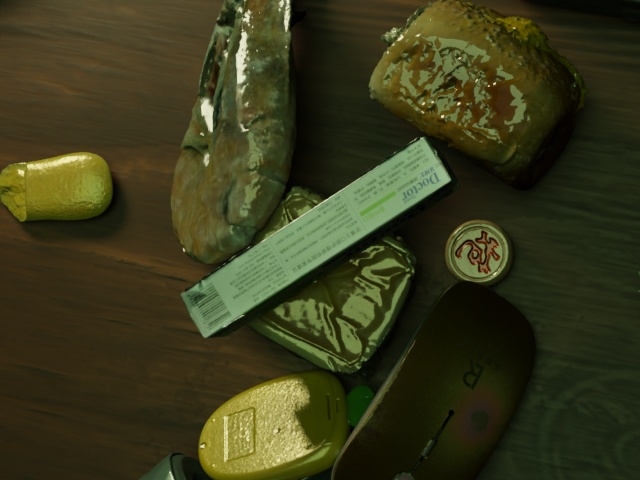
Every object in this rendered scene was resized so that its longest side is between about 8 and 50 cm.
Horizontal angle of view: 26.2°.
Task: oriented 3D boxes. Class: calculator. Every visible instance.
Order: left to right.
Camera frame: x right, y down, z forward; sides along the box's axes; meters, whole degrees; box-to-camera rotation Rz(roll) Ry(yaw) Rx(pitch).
[{"bbox_3d":[-0.040,0.225,1.662,0.235,0.032,0.146,-19,46,15],"label":"calculator"}]

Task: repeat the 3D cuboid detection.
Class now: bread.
[{"bbox_3d":[0.007,0.051,1.668,0.210,0.110,0.192,26,93,14],"label":"bread"},{"bbox_3d":[0.184,-0.190,1.613,0.246,0.195,0.176,34,96,14],"label":"bread"}]

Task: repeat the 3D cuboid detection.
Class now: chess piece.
[{"bbox_3d":[0.193,0.016,1.668,0.084,0.038,0.083,-1,83,10],"label":"chess piece"}]

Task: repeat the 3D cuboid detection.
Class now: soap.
[{"bbox_3d":[-0.350,-0.065,1.798,0.168,0.033,0.089,-9,79,12],"label":"soap"}]

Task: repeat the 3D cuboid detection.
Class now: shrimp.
[{"bbox_3d":[-0.100,-0.183,1.709,0.221,0.110,0.445,-10,66,53],"label":"shrimp"}]

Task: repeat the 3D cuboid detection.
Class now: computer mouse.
[{"bbox_3d":[0.136,0.197,1.603,0.158,0.072,0.310,35,83,-18],"label":"computer mouse"}]

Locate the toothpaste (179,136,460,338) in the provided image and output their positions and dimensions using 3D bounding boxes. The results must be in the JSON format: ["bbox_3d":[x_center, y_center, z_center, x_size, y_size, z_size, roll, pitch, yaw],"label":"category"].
[{"bbox_3d":[0.000,0.000,1.573,0.336,0.081,0.067,-32,81,10],"label":"toothpaste"}]

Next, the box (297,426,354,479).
[{"bbox_3d":[-0.016,0.260,1.665,0.126,0.031,0.091,-29,43,8],"label":"box"}]

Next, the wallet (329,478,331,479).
[{"bbox_3d":[0.050,0.454,1.638,0.290,0.054,0.251,35,89,14],"label":"wallet"}]

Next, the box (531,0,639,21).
[{"bbox_3d":[0.426,-0.456,1.636,0.397,0.111,0.396,13,87,13],"label":"box"}]

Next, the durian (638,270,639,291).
[{"bbox_3d":[0.447,0.102,1.569,0.215,0.100,0.086,33,88,7],"label":"durian"}]

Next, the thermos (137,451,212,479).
[{"bbox_3d":[-0.227,0.406,1.665,0.286,0.145,0.182,-41,86,7],"label":"thermos"}]
